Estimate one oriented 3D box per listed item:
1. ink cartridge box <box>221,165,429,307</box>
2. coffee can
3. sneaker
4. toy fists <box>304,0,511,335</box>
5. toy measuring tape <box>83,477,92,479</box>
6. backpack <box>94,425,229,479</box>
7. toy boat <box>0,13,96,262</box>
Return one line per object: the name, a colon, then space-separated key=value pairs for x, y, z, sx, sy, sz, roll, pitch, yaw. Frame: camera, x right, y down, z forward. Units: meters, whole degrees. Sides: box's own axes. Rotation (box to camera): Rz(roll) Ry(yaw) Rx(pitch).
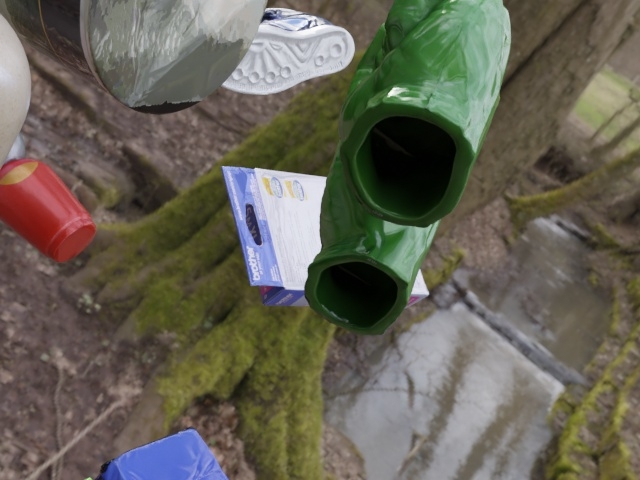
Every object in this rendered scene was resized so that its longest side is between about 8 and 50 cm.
ink cartridge box: x=0.000 y=0.000 z=1.215 sx=0.311 sy=0.065 sz=0.185 roll=6 pitch=59 yaw=-40
coffee can: x=-0.210 y=-0.257 z=0.771 sx=0.275 sy=0.201 sz=0.202 roll=31 pitch=15 yaw=28
sneaker: x=-0.119 y=-0.378 z=1.708 sx=0.323 sy=0.130 sz=0.236 roll=-15 pitch=28 yaw=-27
toy fists: x=0.052 y=-0.056 z=0.597 sx=0.096 sy=0.279 sz=0.142 roll=23 pitch=55 yaw=5
toy measuring tape: x=-0.399 y=0.469 z=1.412 sx=0.121 sy=0.330 sz=0.121 roll=13 pitch=59 yaw=-23
backpack: x=-0.133 y=0.214 z=0.640 sx=0.098 sy=0.120 sz=0.101 roll=-1 pitch=51 yaw=-51
toy boat: x=-0.277 y=-0.047 z=0.569 sx=0.148 sy=0.267 sz=0.318 roll=43 pitch=9 yaw=12
